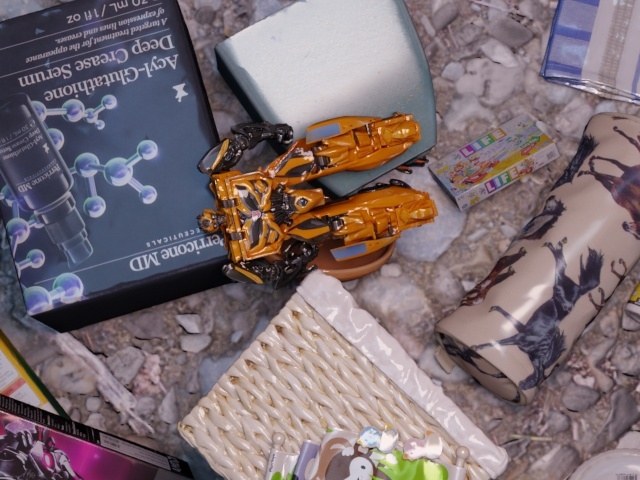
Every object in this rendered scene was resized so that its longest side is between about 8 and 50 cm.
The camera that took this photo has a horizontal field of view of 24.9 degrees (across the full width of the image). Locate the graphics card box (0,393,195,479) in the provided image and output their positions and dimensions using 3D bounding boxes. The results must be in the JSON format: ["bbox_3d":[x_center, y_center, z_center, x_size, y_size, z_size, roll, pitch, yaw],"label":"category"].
[{"bbox_3d":[-0.374,0.336,1.853,0.371,0.094,0.233,23,92,-15],"label":"graphics card box"}]

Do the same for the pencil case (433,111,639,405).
[{"bbox_3d":[0.317,0.025,1.923,0.160,0.183,0.410,40,84,-21],"label":"pencil case"}]

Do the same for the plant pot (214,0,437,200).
[{"bbox_3d":[0.027,-0.194,1.938,0.248,0.247,0.252,-29,91,-3],"label":"plant pot"}]

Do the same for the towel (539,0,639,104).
[{"bbox_3d":[0.467,-0.287,2.032,0.285,0.034,0.209,15,80,5],"label":"towel"}]

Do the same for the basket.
[{"bbox_3d":[0.028,0.246,1.810,0.266,0.328,0.331,-44,82,-3],"label":"basket"}]

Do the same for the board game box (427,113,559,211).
[{"bbox_3d":[0.235,-0.108,1.979,0.154,0.103,0.026,-30,123,-3],"label":"board game box"}]

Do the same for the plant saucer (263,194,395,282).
[{"bbox_3d":[0.000,0.000,1.944,0.200,0.200,0.037,10,122,4],"label":"plant saucer"}]

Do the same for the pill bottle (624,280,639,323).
[{"bbox_3d":[0.465,0.061,1.956,0.065,0.065,0.116,31,82,7],"label":"pill bottle"}]

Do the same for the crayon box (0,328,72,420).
[{"bbox_3d":[-0.495,0.210,1.958,0.203,0.083,0.323,-39,82,-5],"label":"crayon box"}]

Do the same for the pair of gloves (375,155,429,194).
[{"bbox_3d":[0.112,-0.089,2.022,0.074,0.010,0.083,6,81,9],"label":"pair of gloves"}]

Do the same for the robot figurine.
[{"bbox_3d":[-0.010,-0.057,1.788,0.291,0.085,0.211,-16,99,-15],"label":"robot figurine"}]

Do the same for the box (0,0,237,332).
[{"bbox_3d":[-0.280,-0.110,1.940,0.293,0.212,0.395,-17,81,-1],"label":"box"}]

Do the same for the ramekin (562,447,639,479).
[{"bbox_3d":[0.394,0.365,1.860,0.207,0.109,0.207,-3,66,6],"label":"ramekin"}]

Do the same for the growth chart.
[{"bbox_3d":[0.044,0.290,1.635,0.237,0.021,0.172,6,84,6],"label":"growth chart"}]
